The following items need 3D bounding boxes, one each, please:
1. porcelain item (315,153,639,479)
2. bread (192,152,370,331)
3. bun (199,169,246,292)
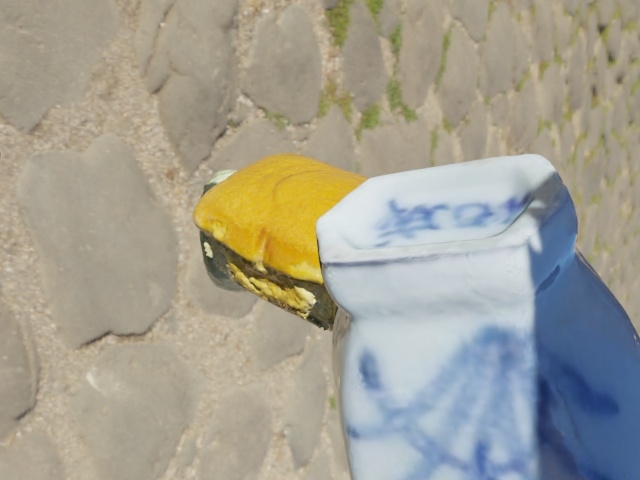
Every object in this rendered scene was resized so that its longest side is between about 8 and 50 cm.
[{"bbox_3d":[0.132,0.147,0.628,0.178,0.243,0.405,-63,140,-52],"label":"porcelain item"},{"bbox_3d":[0.000,0.000,0.832,0.174,0.245,0.121,-27,135,-45],"label":"bread"},{"bbox_3d":[-0.109,-0.017,1.239,0.195,0.118,0.195,-4,90,-81],"label":"bun"}]
